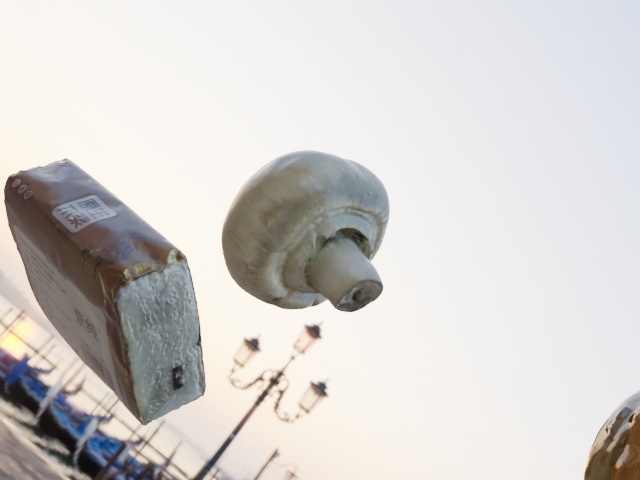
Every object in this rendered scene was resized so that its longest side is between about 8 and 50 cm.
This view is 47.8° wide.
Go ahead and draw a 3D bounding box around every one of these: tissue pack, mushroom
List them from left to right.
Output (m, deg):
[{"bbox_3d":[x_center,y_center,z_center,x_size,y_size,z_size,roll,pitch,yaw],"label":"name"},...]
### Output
[{"bbox_3d":[-0.211,0.044,0.696,0.226,0.092,0.183,36,-43,38],"label":"tissue pack"},{"bbox_3d":[0.000,0.000,1.023,0.234,0.260,0.254,42,-16,34],"label":"mushroom"}]

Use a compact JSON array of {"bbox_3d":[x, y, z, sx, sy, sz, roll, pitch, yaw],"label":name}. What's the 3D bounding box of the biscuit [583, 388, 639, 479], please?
[{"bbox_3d":[0.205,0.154,0.362,0.170,0.170,0.050,44,-20,-16],"label":"biscuit"}]
